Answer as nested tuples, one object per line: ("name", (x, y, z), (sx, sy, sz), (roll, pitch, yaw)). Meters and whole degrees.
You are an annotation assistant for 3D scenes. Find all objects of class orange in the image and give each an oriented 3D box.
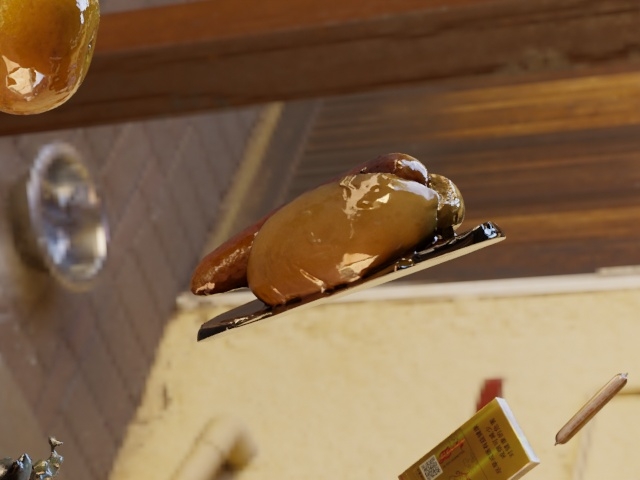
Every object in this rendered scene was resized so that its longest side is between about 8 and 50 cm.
("orange", (-0.272, -0.192, 1.442), (0.159, 0.136, 0.159), (-164, -90, -85))

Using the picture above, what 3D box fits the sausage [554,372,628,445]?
("sausage", (0.262, 0.163, 1.545), (0.015, 0.100, 0.015), (46, -2, 2))

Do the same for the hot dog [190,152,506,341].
("hot dog", (0.004, -0.001, 1.476), (0.194, 0.326, 0.107), (-4, 75, -75))

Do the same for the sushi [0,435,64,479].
("sushi", (-0.248, 0.169, 0.989), (0.291, 0.139, 0.131), (15, 96, -68))

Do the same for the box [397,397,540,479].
("box", (0.160, 0.250, 1.742), (0.022, 0.156, 0.089), (18, 36, -48))
